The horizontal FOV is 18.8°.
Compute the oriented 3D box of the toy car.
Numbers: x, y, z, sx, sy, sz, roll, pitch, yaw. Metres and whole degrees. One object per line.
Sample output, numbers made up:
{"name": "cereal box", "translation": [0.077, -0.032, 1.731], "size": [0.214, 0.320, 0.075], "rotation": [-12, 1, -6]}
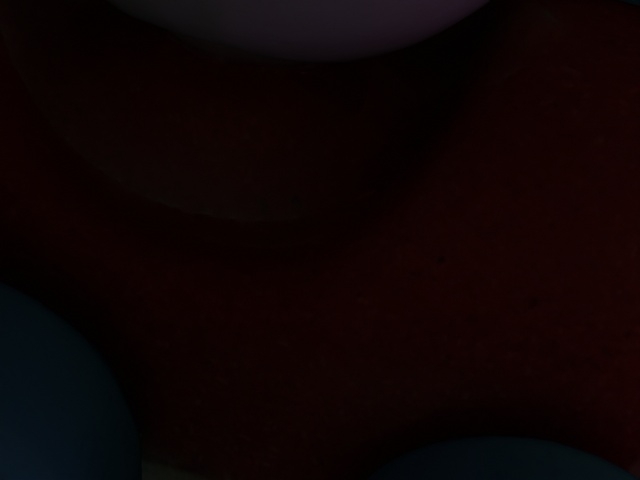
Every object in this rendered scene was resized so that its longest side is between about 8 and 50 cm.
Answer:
{"name": "toy car", "translation": [0.014, -0.057, 0.357], "size": [0.219, 0.210, 0.238], "rotation": [-66, 169, -53]}
